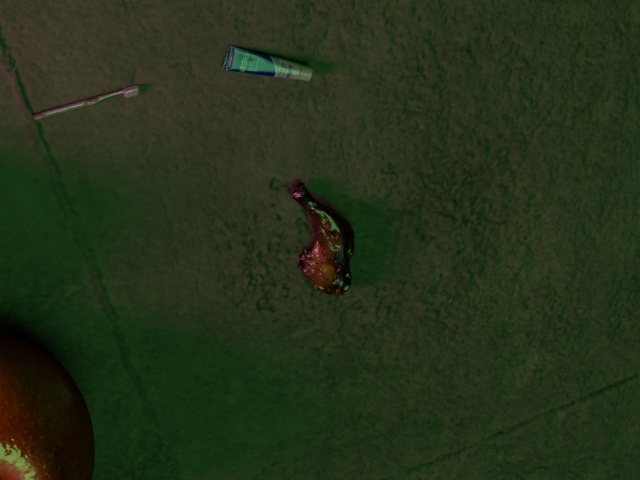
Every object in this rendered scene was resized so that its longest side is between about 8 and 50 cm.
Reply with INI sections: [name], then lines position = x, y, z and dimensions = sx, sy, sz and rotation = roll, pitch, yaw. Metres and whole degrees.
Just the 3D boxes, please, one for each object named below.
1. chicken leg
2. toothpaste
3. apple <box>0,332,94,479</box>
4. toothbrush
[chicken leg]
position = 0.005, -0.001, 1.314
dimensions = 0.062, 0.037, 0.145
rotation = -7, 130, -3
[toothpaste]
position = -0.048, -0.159, 1.183
dimensions = 0.083, 0.015, 0.024
rotation = 9, 112, -23
[apple]
position = -0.319, 0.199, 1.221
dimensions = 0.210, 0.173, 0.235
rotation = -43, 129, 10
[toothbrush]
position = -0.205, -0.121, 1.144
dimensions = 0.097, 0.006, 0.008
rotation = -17, 133, -12
